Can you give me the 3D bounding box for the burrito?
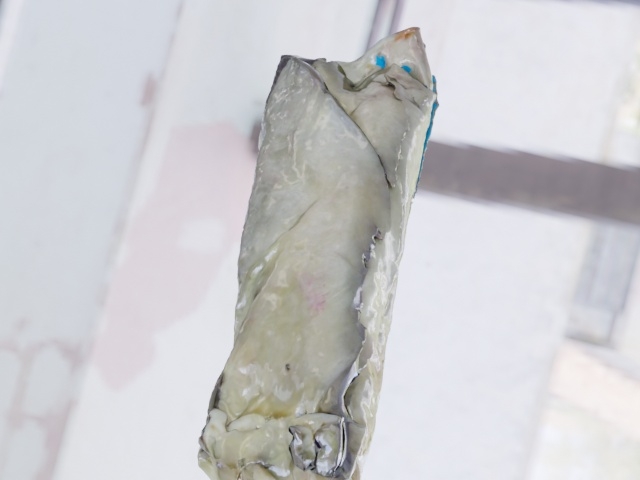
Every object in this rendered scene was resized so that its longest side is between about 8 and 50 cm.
[{"bbox_3d":[0.001,0.001,0.565,0.051,0.171,0.042,-7,143,21],"label":"burrito"}]
